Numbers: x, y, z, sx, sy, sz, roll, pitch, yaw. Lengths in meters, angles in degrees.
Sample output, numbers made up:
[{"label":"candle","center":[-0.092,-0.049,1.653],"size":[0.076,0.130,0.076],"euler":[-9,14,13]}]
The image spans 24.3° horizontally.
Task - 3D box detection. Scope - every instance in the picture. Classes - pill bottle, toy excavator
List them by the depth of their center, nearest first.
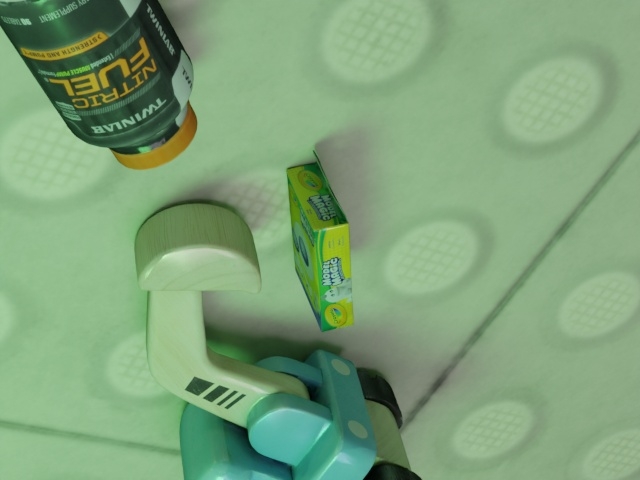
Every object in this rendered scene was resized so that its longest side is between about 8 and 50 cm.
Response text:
[{"label":"pill bottle","center":[-0.194,-0.172,1.322],"size":[0.130,0.130,0.245],"euler":[-26,136,3]},{"label":"toy excavator","center":[-0.079,0.203,1.690],"size":[0.445,0.222,0.433],"euler":[22,120,-26]}]

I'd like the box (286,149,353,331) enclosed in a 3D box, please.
[{"label":"box","center":[0.000,0.000,1.582],"size":[0.043,0.105,0.179],"euler":[-13,134,-12]}]
